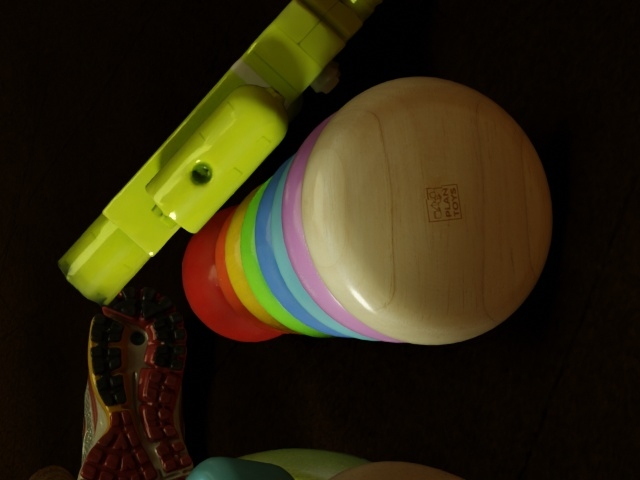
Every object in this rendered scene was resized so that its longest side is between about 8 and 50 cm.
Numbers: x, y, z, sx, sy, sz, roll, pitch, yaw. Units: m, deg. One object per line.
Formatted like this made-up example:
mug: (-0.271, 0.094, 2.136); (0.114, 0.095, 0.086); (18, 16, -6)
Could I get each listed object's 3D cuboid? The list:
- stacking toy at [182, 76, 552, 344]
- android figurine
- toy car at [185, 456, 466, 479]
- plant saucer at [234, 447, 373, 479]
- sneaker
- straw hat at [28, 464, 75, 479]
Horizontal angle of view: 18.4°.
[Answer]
stacking toy: (0.000, 0.000, 1.159); (0.330, 0.141, 0.141); (165, 115, -67)
android figurine: (-0.054, -0.074, 1.256); (0.273, 0.056, 0.248); (-46, 4, 5)
toy car: (0.025, 0.243, 0.879); (0.238, 0.219, 0.210); (-65, 28, 24)
plant saucer: (-0.034, 0.215, 1.046); (0.241, 0.037, 0.241); (-10, 59, 16)
sneaker: (-0.130, 0.152, 1.415); (0.093, 0.088, 0.225); (114, 161, -70)
straw hat: (-0.175, 0.239, 1.463); (0.061, 0.144, 0.145); (-2, 72, 21)
